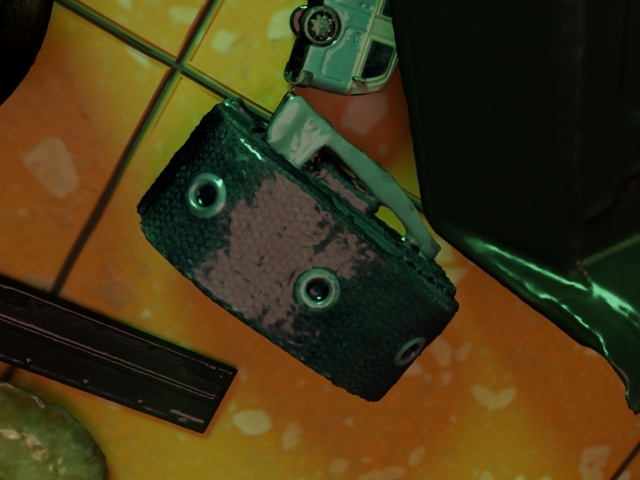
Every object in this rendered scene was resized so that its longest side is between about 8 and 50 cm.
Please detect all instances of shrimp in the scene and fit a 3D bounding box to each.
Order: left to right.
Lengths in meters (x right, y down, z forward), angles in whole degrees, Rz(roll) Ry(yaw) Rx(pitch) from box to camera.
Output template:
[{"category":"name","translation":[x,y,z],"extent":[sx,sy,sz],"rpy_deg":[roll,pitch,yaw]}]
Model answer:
[{"category":"shrimp","translation":[-0.303,0.153,0.551],"extent":[0.317,0.077,0.168],"rpy_deg":[30,93,-21]}]

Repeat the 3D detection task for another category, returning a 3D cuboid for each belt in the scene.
[{"category":"belt","translation":[0.000,0.001,0.508],"extent":[0.218,0.122,0.128],"rpy_deg":[40,98,-18]}]

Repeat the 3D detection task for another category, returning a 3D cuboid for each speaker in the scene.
[{"category":"speaker","translation":[0.154,-0.125,0.408],"extent":[0.180,0.184,0.388],"rpy_deg":[-26,125,-17]}]

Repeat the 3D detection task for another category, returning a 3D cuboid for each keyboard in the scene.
[{"category":"keyboard","translation":[-0.165,0.085,0.573],"extent":[0.202,0.011,0.067],"rpy_deg":[25,106,-16]}]

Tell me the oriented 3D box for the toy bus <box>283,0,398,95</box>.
[{"category":"toy bus","translation":[0.026,-0.151,0.491],"extent":[0.075,0.060,0.123],"rpy_deg":[15,104,-16]}]

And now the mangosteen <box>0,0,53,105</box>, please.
[{"category":"mangosteen","translation":[-0.232,-0.183,0.381],"extent":[0.231,0.231,0.289],"rpy_deg":[27,69,-16]}]
